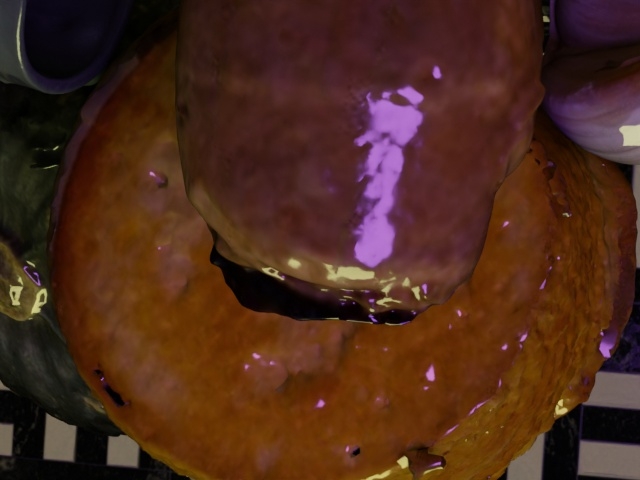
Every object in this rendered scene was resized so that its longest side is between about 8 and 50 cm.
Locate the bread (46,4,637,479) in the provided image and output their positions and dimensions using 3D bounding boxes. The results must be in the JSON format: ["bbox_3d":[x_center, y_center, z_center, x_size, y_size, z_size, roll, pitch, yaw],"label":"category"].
[{"bbox_3d":[0.000,0.000,1.296,0.398,0.398,0.215,4,174,17],"label":"bread"}]

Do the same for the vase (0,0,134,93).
[{"bbox_3d":[-0.263,-0.184,1.282,0.301,0.156,0.251,11,155,26],"label":"vase"}]

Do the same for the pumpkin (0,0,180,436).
[{"bbox_3d":[-0.151,-0.053,1.645,0.344,0.454,0.454,-36,-154,-33],"label":"pumpkin"}]

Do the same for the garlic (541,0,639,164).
[{"bbox_3d":[0.200,-0.171,1.211,0.256,0.207,0.207,39,175,-8],"label":"garlic"}]

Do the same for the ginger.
[{"bbox_3d":[0.021,-0.114,1.059,0.200,0.223,0.269,-5,-141,8],"label":"ginger"}]
